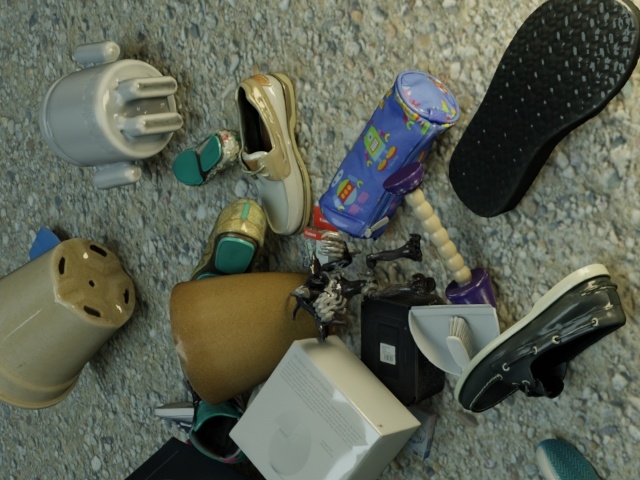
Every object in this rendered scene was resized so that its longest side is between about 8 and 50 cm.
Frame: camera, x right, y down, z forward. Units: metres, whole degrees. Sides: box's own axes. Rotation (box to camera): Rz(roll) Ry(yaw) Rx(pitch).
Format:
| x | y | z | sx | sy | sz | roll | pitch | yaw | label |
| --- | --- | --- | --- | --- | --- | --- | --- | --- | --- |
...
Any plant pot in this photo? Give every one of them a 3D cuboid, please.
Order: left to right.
| x | y | z | sx | sy | sz | roll | pitch | yaw | label |
| --- | --- | --- | --- | --- | --- | --- | --- | --- | --- |
| -0.585 | 0.161 | 2.382 | 0.305 | 0.334 | 0.333 | -35 | 77 | 31 | plant pot |
| -0.109 | 0.153 | 1.965 | 0.255 | 0.237 | 0.237 | -18 | 88 | 11 | plant pot |

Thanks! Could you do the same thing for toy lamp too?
| x | y | z | sx | sy | sz | roll | pitch | yaw | label |
| --- | --- | --- | --- | --- | --- | --- | --- | --- | --- |
| 0.194 | 0.008 | 1.698 | 0.080 | 0.080 | 0.274 | -17 | 111 | 44 | toy lamp |

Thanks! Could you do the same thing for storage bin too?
| x | y | z | sx | sy | sz | roll | pitch | yaw | label |
| --- | --- | --- | --- | --- | --- | --- | --- | --- | --- |
| 0.140 | 0.180 | 1.840 | 0.122 | 0.084 | 0.180 | 12 | 108 | 40 | storage bin |

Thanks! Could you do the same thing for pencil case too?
| x | y | z | sx | sy | sz | roll | pitch | yaw | label |
| --- | --- | --- | --- | --- | --- | --- | --- | --- | --- |
| 0.109 | -0.129 | 1.760 | 0.306 | 0.119 | 0.133 | -58 | 41 | 36 | pencil case |

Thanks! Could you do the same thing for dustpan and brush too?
| x | y | z | sx | sy | sz | roll | pitch | yaw | label |
| --- | --- | --- | --- | --- | --- | --- | --- | --- | --- |
| 0.235 | 0.194 | 1.751 | 0.147 | 0.060 | 0.211 | -3 | 137 | 25 | dustpan and brush |

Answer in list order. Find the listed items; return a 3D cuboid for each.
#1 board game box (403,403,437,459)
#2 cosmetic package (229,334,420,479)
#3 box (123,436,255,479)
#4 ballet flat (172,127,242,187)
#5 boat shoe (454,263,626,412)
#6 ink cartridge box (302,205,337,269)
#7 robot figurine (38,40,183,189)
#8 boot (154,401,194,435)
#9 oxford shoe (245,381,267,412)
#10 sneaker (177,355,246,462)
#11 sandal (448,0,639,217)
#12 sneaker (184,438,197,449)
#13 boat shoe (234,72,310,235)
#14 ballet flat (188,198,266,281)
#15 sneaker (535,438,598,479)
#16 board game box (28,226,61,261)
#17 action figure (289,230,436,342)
| x | y | z | sx | sy | sz | roll | pitch | yaw | label |
| --- | --- | --- | --- | --- | --- | --- | --- | --- | --- |
| 0.159 | 0.329 | 1.906 | 0.090 | 0.020 | 0.090 | 25 | 118 | 37 | board game box |
| 0.006 | 0.318 | 1.822 | 0.224 | 0.138 | 0.224 | 46 | 115 | 25 | cosmetic package |
| -0.230 | 0.613 | 2.095 | 0.396 | 0.293 | 0.211 | 22 | 129 | 28 | box |
| -0.206 | -0.155 | 2.072 | 0.241 | 0.077 | 0.091 | -15 | 86 | 59 | ballet flat |
| 0.336 | 0.182 | 1.630 | 0.340 | 0.127 | 0.113 | -48 | 56 | 30 | boat shoe |
| 0.000 | 0.000 | 1.961 | 0.063 | 0.029 | 0.115 | 17 | 112 | 40 | ink cartridge box |
| -0.434 | -0.255 | 2.179 | 0.354 | 0.200 | 0.299 | -4 | 93 | 44 | robot figurine |
| -0.281 | 0.394 | 2.299 | 0.190 | 0.069 | 0.086 | -6 | 94 | 42 | boot |
| -0.007 | 0.445 | 1.995 | 0.130 | 0.169 | 0.449 | -48 | 61 | 36 | oxford shoe |
| -0.216 | 0.313 | 2.126 | 0.178 | 0.124 | 0.295 | -163 | 51 | -87 | sneaker |
| 0.327 | -0.206 | 1.566 | 0.167 | 0.107 | 0.445 | 56 | 144 | 17 | sandal |
| -0.243 | 0.501 | 2.297 | 0.170 | 0.063 | 0.074 | 47 | 123 | 18 | sneaker |
| -0.098 | -0.151 | 1.961 | 0.113 | 0.103 | 0.302 | -5 | 98 | 44 | boat shoe |
| -0.175 | 0.030 | 2.066 | 0.123 | 0.123 | 0.348 | 57 | 151 | 16 | ballet flat |
| 0.395 | 0.417 | 1.665 | 0.092 | 0.087 | 0.228 | -45 | 68 | 43 | sneaker |
| -0.633 | 0.044 | 2.564 | 0.133 | 0.033 | 0.168 | 51 | 135 | 14 | board game box |
| 0.041 | 0.066 | 1.770 | 0.276 | 0.141 | 0.164 | -18 | 63 | 28 | action figure |
